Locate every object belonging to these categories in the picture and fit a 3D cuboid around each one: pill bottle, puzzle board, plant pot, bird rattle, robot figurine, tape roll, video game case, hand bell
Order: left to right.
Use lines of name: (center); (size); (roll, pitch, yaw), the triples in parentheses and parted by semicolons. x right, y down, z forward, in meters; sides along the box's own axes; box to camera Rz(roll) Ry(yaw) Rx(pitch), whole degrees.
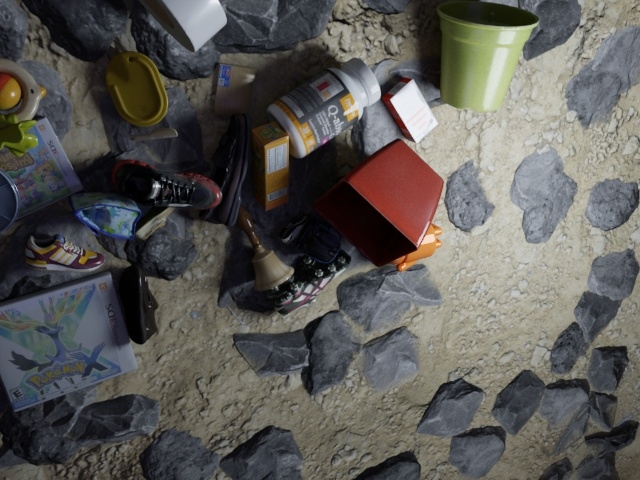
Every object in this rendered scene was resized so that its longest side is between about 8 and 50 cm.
bird rattle: (-0.722, -0.302, 1.466); (0.253, 0.143, 0.207); (33, 72, -10)
video game case: (-0.695, -0.160, 1.571); (0.212, 0.023, 0.193); (-27, 119, -14)
video game case: (-0.670, 0.261, 1.742); (0.328, 0.036, 0.300); (-17, 116, -19)
tape roll: (-0.334, -0.547, 1.447); (0.100, 0.286, 0.286); (-44, 122, -4)
puzzle board: (-0.221, -0.383, 1.727); (0.096, 0.011, 0.128); (2, 108, -26)
hand bell: (-0.178, 0.005, 1.861); (0.126, 0.126, 0.242); (-29, 108, -14)
pill bottle: (0.010, -0.351, 1.765); (0.278, 0.162, 0.162); (-35, 121, -10)
plant pot: (0.180, -0.119, 1.863); (0.267, 0.267, 0.236); (43, 67, -6)
robot figurine: (0.264, 0.005, 2.052); (0.219, 0.128, 0.158); (-12, 152, -22)
plant pot: (0.441, -0.509, 1.882); (0.276, 0.276, 0.254); (-11, 126, -23)

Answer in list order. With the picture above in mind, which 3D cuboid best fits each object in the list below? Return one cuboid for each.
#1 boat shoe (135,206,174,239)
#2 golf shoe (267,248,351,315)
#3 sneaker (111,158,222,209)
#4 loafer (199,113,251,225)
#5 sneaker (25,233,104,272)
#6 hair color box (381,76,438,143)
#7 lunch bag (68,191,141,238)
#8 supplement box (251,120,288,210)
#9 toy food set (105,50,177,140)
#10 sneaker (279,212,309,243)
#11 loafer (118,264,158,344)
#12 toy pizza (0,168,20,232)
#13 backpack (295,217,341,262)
boat shoe: (-0.424, -0.054, 1.737); (0.135, 0.050, 0.045); (-39, 133, -5)
golf shoe: (-0.029, 0.119, 1.985); (0.272, 0.105, 0.120); (-30, 141, -13)
sneaker: (-0.374, -0.124, 1.649); (0.275, 0.135, 0.098); (13, 103, -16)
loafer: (-0.247, -0.181, 1.741); (0.095, 0.109, 0.303); (3, 111, -23)
sneaker: (-0.623, 0.028, 1.654); (0.185, 0.069, 0.084); (1, 114, -28)
hair color box: (0.259, -0.375, 1.944); (0.093, 0.053, 0.167); (-42, 121, -7)
lunch bag: (-0.527, -0.068, 1.629); (0.151, 0.129, 0.096); (15, 102, -31)
supplement box: (-0.130, -0.191, 1.754); (0.080, 0.078, 0.234); (-22, 142, -24)
toy food set: (-0.426, -0.348, 1.612); (0.128, 0.071, 0.218); (-13, 115, 5)
sneaker: (-0.073, -0.034, 1.927); (0.109, 0.040, 0.044); (-42, 151, -12)
loafer: (-0.477, 0.163, 1.787); (0.078, 0.080, 0.220); (-27, 124, -54)
toy pizza: (-0.785, -0.098, 1.522); (0.201, 0.032, 0.201); (-5, 118, -8)
backpack: (0.000, 0.000, 1.929); (0.114, 0.084, 0.105); (31, 106, -9)
